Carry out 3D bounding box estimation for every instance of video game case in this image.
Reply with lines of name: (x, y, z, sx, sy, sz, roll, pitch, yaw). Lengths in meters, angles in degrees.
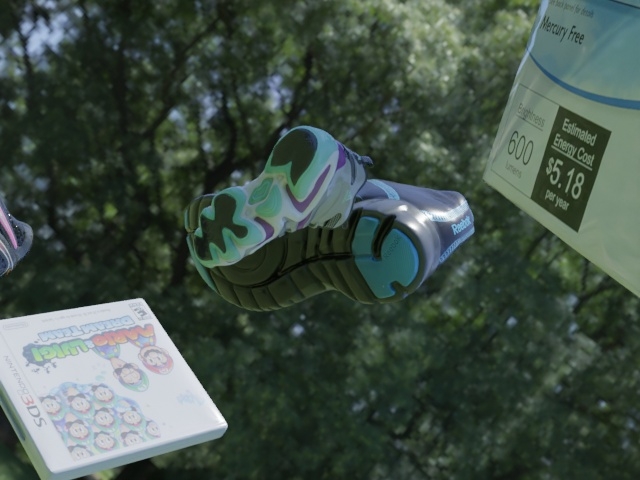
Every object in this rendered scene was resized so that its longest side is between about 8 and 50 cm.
video game case: (-0.168, 0.108, 0.828, 0.143, 0.157, 0.019, 51, -52, 29)

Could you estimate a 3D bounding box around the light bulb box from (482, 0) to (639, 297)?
light bulb box: (0.307, -0.131, 0.626, 0.225, 0.361, 0.358, 11, 16, -19)

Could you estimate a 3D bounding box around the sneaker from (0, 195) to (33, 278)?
sneaker: (-0.235, -0.048, 0.643, 0.072, 0.077, 0.178, -21, -83, 40)

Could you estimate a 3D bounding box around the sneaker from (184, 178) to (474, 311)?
sneaker: (0.000, 0.000, 1.132, 0.340, 0.139, 0.125, 5, -68, 40)

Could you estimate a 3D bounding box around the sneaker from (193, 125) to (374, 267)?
sneaker: (-0.013, -0.013, 0.556, 0.069, 0.098, 0.038, 18, 44, -48)
